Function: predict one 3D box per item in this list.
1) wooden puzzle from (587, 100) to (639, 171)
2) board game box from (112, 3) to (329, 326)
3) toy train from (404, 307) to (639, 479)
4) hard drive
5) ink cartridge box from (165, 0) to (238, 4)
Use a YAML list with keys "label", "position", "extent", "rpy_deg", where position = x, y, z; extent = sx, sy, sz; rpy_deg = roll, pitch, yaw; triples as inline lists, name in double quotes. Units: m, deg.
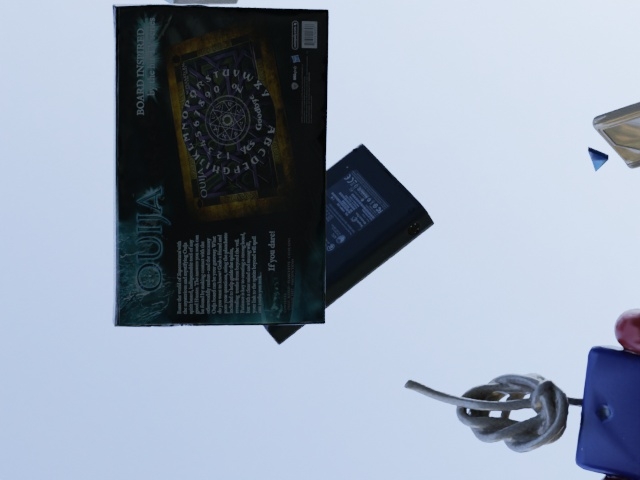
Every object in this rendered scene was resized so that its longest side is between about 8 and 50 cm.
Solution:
- label: "wooden puzzle"
  position: [0.286, -0.096, 1.175]
  extent: [0.078, 0.116, 0.014]
  rpy_deg: [49, -140, -40]
- label: "board game box"
  position: [-0.059, -0.043, 0.779]
  extent: [0.126, 0.026, 0.186]
  rpy_deg: [0, -86, -12]
- label: "toy train"
  position: [0.186, 0.087, 0.697]
  extent: [0.143, 0.248, 0.105]
  rpy_deg: [2, -84, -55]
- label: "hard drive"
  position: [0.000, 0.000, 0.926]
  extent: [0.135, 0.094, 0.022]
  rpy_deg: [-38, -46, -2]
- label: "ink cartridge box"
  position: [-0.128, -0.237, 1.080]
  extent: [0.088, 0.122, 0.052]
  rpy_deg: [-17, -47, -55]
